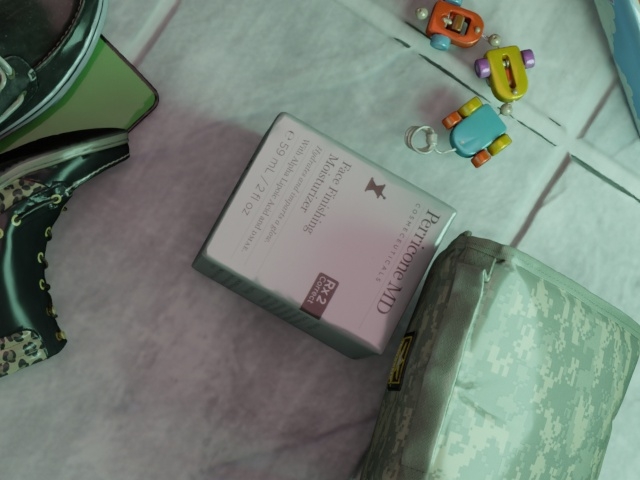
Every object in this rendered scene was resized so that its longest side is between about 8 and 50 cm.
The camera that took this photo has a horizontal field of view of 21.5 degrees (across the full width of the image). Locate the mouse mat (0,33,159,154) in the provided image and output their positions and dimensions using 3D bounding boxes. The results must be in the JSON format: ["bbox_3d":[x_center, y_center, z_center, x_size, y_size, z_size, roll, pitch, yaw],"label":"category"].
[{"bbox_3d":[-0.266,-0.124,1.584,0.190,0.007,0.152,-44,91,-11],"label":"mouse mat"}]

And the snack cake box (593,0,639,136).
[{"bbox_3d":[0.347,-0.231,1.601,0.152,0.089,0.264,-25,108,-9],"label":"snack cake box"}]

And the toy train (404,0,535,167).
[{"bbox_3d":[0.137,-0.150,1.627,0.125,0.046,0.166,14,79,-5],"label":"toy train"}]

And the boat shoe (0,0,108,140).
[{"bbox_3d":[-0.315,-0.138,1.514,0.121,0.119,0.335,42,80,-1],"label":"boat shoe"}]

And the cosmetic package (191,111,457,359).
[{"bbox_3d":[0.000,0.000,1.534,0.184,0.151,0.151,29,82,-4],"label":"cosmetic package"}]

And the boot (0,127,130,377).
[{"bbox_3d":[-0.260,0.009,1.533,0.236,0.085,0.178,-26,107,-26],"label":"boot"}]

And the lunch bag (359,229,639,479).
[{"bbox_3d":[0.145,0.137,1.464,0.169,0.287,0.235,14,80,30],"label":"lunch bag"}]
